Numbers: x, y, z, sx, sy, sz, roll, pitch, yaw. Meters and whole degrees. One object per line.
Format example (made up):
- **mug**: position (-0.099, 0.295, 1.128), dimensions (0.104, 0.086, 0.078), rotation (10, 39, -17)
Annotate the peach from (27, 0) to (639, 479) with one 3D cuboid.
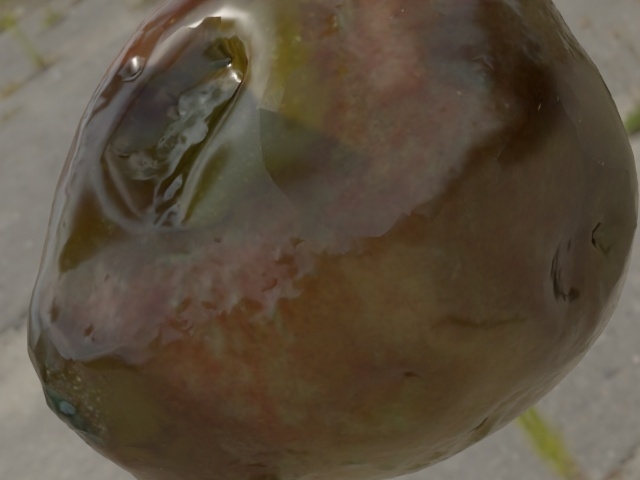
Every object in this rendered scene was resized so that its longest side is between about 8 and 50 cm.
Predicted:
- **peach**: position (0.000, 0.000, 0.737), dimensions (0.235, 0.214, 0.214), rotation (-41, 19, -15)
